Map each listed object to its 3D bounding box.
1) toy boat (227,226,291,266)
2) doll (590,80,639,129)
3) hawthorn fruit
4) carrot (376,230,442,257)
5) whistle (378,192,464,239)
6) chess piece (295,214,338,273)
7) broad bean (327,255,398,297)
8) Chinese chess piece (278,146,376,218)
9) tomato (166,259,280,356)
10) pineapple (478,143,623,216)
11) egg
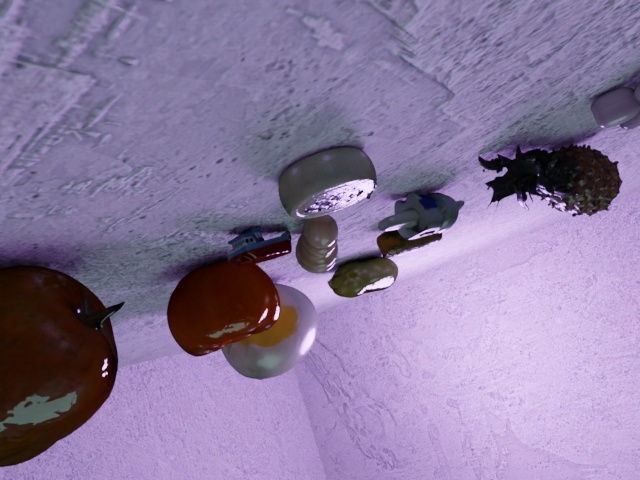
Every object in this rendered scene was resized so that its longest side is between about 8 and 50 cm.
[{"bbox_3d":[-0.107,0.007,0.914,0.069,0.059,0.172,-26,173,34],"label":"toy boat"},{"bbox_3d":[0.542,-0.237,0.776,0.160,0.059,0.160,-8,166,-36],"label":"doll"},{"bbox_3d":[-0.411,0.160,0.675,0.300,0.268,0.268,-29,167,3],"label":"hawthorn fruit"},{"bbox_3d":[0.237,-0.008,1.300,0.173,0.082,0.082,-17,168,-19],"label":"carrot"},{"bbox_3d":[0.214,-0.054,1.029,0.244,0.092,0.110,-11,167,-38],"label":"whistle"},{"bbox_3d":[0.000,0.000,0.970,0.094,0.094,0.170,-16,163,-12],"label":"chess piece"},{"bbox_3d":[0.150,0.130,1.684,0.237,0.119,0.291,-25,167,28],"label":"broad bean"},{"bbox_3d":[0.011,-0.079,0.698,0.143,0.059,0.144,-18,168,-4],"label":"Chinese chess piece"},{"bbox_3d":[-0.210,0.139,1.057,0.259,0.180,0.260,-19,170,-3],"label":"tomato"},{"bbox_3d":[0.452,-0.126,0.982,0.364,0.166,0.165,-1,160,-32],"label":"pineapple"},{"bbox_3d":[-0.153,0.270,1.489,0.283,0.283,0.344,-29,170,40],"label":"egg"}]
